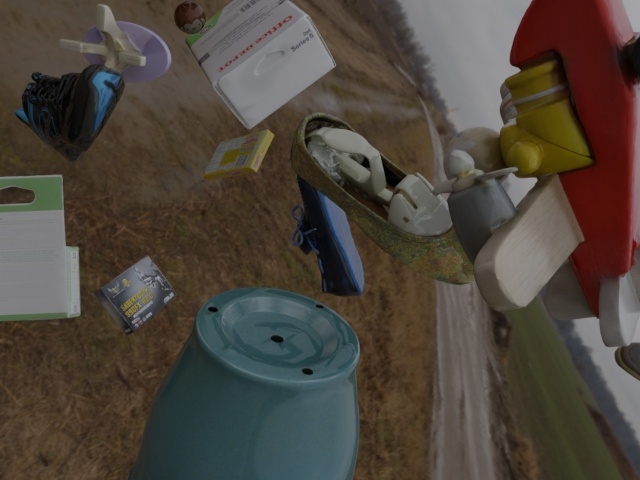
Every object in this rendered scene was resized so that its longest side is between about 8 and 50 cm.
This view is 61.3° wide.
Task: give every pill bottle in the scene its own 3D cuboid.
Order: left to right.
[{"bbox_3d":[0.585,-0.345,1.517,0.136,0.137,0.245,38,39,-53],"label":"pill bottle"}]

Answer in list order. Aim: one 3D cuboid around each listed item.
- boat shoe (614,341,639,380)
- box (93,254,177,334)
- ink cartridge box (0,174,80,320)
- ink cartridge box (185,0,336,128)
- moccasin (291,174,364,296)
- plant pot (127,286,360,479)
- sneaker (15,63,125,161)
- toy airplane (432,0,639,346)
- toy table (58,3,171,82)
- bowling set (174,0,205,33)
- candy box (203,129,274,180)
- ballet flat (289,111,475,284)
[{"bbox_3d":[0.589,0.231,0.960,0.190,0.072,0.068,22,69,-14],"label":"boat shoe"},{"bbox_3d":[-0.631,0.185,1.862,0.183,0.056,0.231,57,37,-11],"label":"box"},{"bbox_3d":[-0.494,0.015,0.892,0.056,0.171,0.234,105,-17,-87],"label":"ink cartridge box"},{"bbox_3d":[-0.122,-0.354,1.010,0.114,0.198,0.272,51,5,-42],"label":"ink cartridge box"},{"bbox_3d":[0.000,0.000,1.166,0.137,0.117,0.341,-72,148,-56],"label":"moccasin"},{"bbox_3d":[-0.070,0.205,0.627,0.272,0.255,0.271,13,23,-6],"label":"plant pot"},{"bbox_3d":[-0.446,-0.228,0.933,0.140,0.341,0.124,35,64,-27],"label":"sneaker"},{"bbox_3d":[0.282,-0.069,0.646,0.386,0.273,0.383,33,70,-53],"label":"toy airplane"},{"bbox_3d":[-0.604,-0.556,1.590,0.161,0.275,0.251,-65,156,-68],"label":"toy table"},{"bbox_3d":[-0.221,-0.457,0.881,0.199,0.287,0.154,65,-14,-15],"label":"bowling set"},{"bbox_3d":[-0.198,-0.198,1.273,0.027,0.206,0.105,39,65,-35],"label":"candy box"},{"bbox_3d":[0.089,-0.070,0.765,0.349,0.123,0.123,39,9,22],"label":"ballet flat"}]
